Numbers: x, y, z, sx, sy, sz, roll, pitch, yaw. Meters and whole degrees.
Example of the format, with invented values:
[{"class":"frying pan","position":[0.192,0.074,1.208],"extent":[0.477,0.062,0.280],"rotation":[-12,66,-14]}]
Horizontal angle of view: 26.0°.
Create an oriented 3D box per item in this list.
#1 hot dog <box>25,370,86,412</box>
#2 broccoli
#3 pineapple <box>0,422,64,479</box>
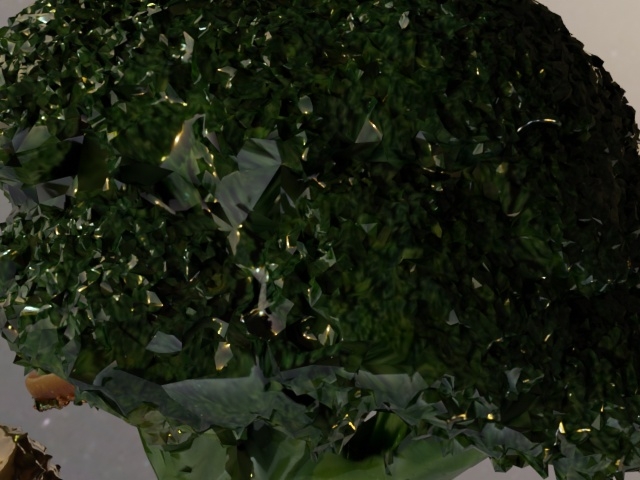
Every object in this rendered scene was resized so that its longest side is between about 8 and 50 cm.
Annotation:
[{"class":"hot dog","position":[-0.252,0.151,1.520],"extent":[0.072,0.188,0.055],"rotation":[-9,-95,-49]},{"class":"broccoli","position":[0.000,0.000,0.574],"extent":[0.308,0.275,0.308],"rotation":[10,-139,-9]},{"class":"pineapple","position":[-0.216,0.240,1.030],"extent":[0.111,0.119,0.237],"rotation":[-61,-38,-40]}]
